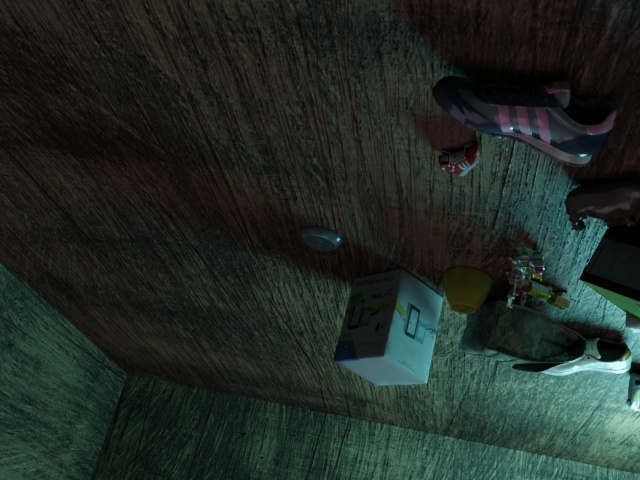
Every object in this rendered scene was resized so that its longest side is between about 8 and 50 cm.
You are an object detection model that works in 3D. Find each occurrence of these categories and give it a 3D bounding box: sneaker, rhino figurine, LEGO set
[{"bbox_3d":[0.763,0.327,2.176,0.290,0.106,0.123,-5,143,16],"label":"sneaker"},{"bbox_3d":[0.280,-0.170,1.496,0.067,0.042,0.118,14,156,-6],"label":"sneaker"},{"bbox_3d":[0.609,-0.079,1.474,0.243,0.073,0.106,-9,148,37],"label":"rhino figurine"},{"bbox_3d":[0.358,-0.241,1.276,0.319,0.112,0.131,17,137,-10],"label":"sneaker"},{"bbox_3d":[0.542,0.137,1.891,0.132,0.107,0.287,-4,148,33],"label":"LEGO set"}]

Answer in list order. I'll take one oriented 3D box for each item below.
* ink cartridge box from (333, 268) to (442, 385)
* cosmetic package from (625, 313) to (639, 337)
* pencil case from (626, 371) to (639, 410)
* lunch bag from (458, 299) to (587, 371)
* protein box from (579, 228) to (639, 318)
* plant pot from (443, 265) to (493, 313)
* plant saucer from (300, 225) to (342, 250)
[{"bbox_3d":[0.197,0.252,2.110,0.197,0.270,0.198,35,147,-32],"label":"ink cartridge box"},{"bbox_3d":[0.913,0.148,1.671,0.197,0.155,0.366,33,149,-33],"label":"cosmetic package"},{"bbox_3d":[1.095,0.482,2.282,0.273,0.113,0.124,7,133,15],"label":"pencil case"},{"bbox_3d":[0.563,0.276,2.046,0.287,0.168,0.235,17,171,-6],"label":"lunch bag"},{"bbox_3d":[0.723,0.094,1.597,0.200,0.136,0.201,30,179,-29],"label":"protein box"},{"bbox_3d":[0.393,0.143,1.991,0.134,0.095,0.134,11,153,6],"label":"plant pot"},{"bbox_3d":[0.000,0.000,1.995,0.119,0.021,0.119,12,153,6],"label":"plant saucer"}]
